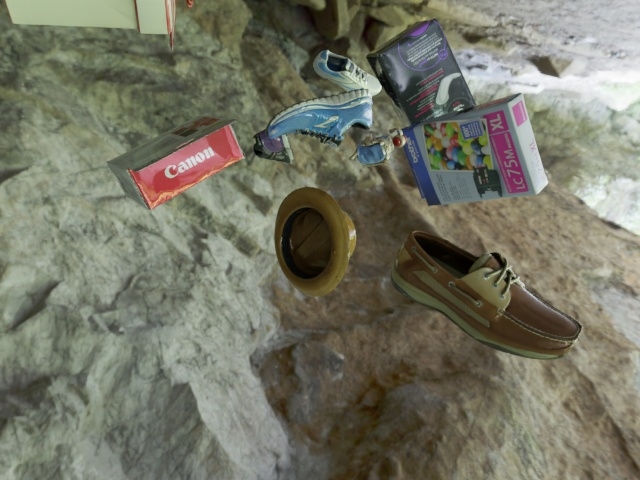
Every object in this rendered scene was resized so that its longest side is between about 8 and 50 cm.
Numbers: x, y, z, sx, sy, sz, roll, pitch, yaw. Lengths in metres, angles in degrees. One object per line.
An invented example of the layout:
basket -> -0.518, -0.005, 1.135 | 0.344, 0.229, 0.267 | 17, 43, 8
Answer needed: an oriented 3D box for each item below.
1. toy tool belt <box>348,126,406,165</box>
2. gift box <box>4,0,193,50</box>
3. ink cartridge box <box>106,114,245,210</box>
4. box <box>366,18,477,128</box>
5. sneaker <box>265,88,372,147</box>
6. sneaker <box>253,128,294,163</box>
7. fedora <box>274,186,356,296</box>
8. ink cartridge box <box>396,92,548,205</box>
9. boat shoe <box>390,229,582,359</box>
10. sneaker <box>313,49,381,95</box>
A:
toy tool belt -> 0.086, -0.140, 0.749 | 0.083, 0.052, 0.051 | -8, -162, 47
gift box -> -0.321, -0.443, 0.715 | 0.258, 0.255, 0.276 | -4, -129, -12
ink cartridge box -> -0.383, -0.218, 1.334 | 0.309, 0.130, 0.272 | -35, -149, -24
box -> 0.257, -0.385, 1.221 | 0.270, 0.165, 0.143 | 57, -174, -21
sneaker -> 0.003, -0.337, 1.415 | 0.330, 0.147, 0.130 | -15, -170, -7
sneaker -> -0.162, -0.317, 1.635 | 0.124, 0.107, 0.283 | -16, 173, 0
fedora -> 0.000, 0.000, 0.825 | 0.079, 0.194, 0.194 | -10, -148, -41
ink cartridge box -> 0.287, -0.171, 1.011 | 0.065, 0.186, 0.311 | -35, -161, -31
boat shoe -> 0.266, 0.081, 0.818 | 0.324, 0.120, 0.122 | 25, -143, 26
sneaker -> 0.092, -0.512, 1.504 | 0.237, 0.085, 0.086 | 16, 167, -24
